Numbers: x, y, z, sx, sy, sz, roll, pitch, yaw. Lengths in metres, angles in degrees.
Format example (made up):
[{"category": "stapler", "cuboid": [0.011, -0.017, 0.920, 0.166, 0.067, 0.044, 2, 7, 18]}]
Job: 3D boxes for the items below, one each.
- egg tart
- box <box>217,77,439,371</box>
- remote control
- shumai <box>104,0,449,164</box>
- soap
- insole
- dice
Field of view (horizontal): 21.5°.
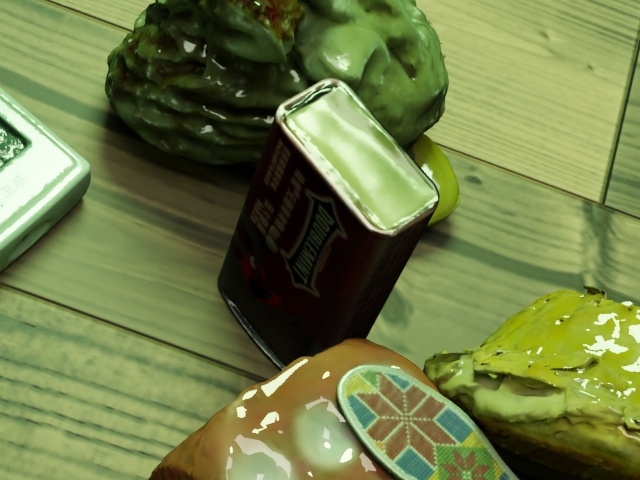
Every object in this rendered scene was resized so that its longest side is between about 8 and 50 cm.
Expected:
[{"category": "egg tart", "cuboid": [0.206, 0.107, 1.101, 0.294, 0.295, 0.116, 19, 83, -3]}, {"category": "box", "cuboid": [0.000, 0.000, 1.144, 0.069, 0.224, 0.120, -31, 73, -29]}, {"category": "remote control", "cuboid": [-0.336, -0.109, 1.225, 0.344, 0.050, 0.145, 39, 59, 9]}, {"category": "shumai", "cuboid": [-0.031, -0.164, 1.220, 0.255, 0.218, 0.189, 2, 56, 1]}, {"category": "soap", "cuboid": [0.037, -0.036, 1.279, 0.140, 0.045, 0.089, -20, 63, -21]}, {"category": "insole", "cuboid": [0.088, 0.143, 1.011, 0.193, 0.006, 0.065, 42, 57, 9]}, {"category": "dice", "cuboid": [0.000, 0.176, 1.070, 0.175, 0.179, 0.174, -29, 71, -24]}]
